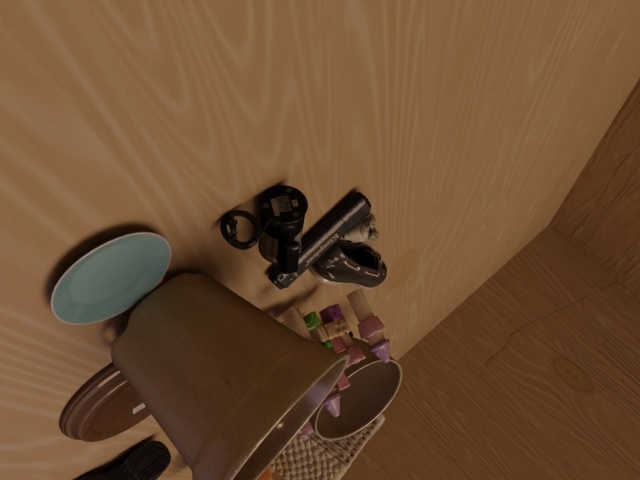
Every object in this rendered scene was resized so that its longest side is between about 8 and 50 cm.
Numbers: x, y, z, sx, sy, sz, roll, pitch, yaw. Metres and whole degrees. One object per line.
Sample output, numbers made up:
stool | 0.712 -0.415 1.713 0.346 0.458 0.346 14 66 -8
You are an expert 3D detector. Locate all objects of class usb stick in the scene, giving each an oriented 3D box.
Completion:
usb stick | 0.000 0.000 1.228 0.278 0.045 0.077 -43 159 -2

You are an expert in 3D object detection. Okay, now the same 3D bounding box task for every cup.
cup | 0.060 0.432 1.794 0.331 0.237 0.330 -22 134 -25

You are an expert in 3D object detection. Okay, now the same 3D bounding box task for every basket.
basket | -0.012 0.676 1.966 0.266 0.328 0.331 -42 163 -48

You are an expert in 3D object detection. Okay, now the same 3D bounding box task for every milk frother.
milk frother | -0.101 -0.012 0.996 0.143 0.129 0.134 6 144 -4

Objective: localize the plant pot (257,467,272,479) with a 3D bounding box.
plant pot | -0.291 0.737 1.776 0.204 0.290 0.290 -14 147 -22

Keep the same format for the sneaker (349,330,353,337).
sneaker | 0.044 0.374 1.957 0.170 0.051 0.089 -40 161 -4

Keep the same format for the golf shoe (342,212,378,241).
golf shoe | 0.094 -0.026 1.332 0.086 0.069 0.176 -12 177 8

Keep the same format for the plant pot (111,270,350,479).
plant pot | -0.170 0.224 0.957 0.334 0.305 0.333 -46 163 -18

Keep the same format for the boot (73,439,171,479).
boot | -0.534 0.648 1.387 0.338 0.118 0.222 -16 151 -41

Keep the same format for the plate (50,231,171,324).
plate | -0.307 0.052 0.825 0.188 0.024 0.188 -35 156 -18

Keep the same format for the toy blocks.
toy blocks | -0.007 0.311 1.379 0.289 0.259 0.309 -12 161 -44

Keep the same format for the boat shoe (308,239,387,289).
boat shoe | 0.098 0.054 1.407 0.095 0.112 0.335 -48 154 22

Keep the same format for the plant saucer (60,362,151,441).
plant saucer | -0.385 0.314 1.139 0.278 0.041 0.277 -37 157 -19
